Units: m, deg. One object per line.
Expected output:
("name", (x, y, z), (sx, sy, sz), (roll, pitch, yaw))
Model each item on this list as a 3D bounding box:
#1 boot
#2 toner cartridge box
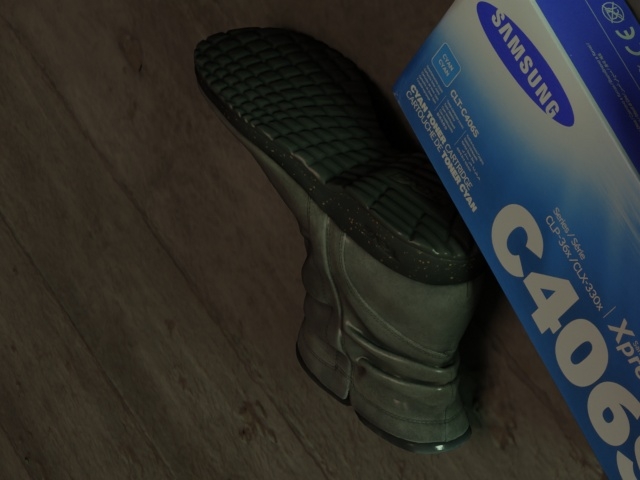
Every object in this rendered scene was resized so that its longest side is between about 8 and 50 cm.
("boot", (0.000, 0.000, 1.410), (0.338, 0.118, 0.223), (50, 146, 39))
("toner cartridge box", (0.182, -0.006, 1.160), (0.348, 0.075, 0.165), (62, 144, 18))
